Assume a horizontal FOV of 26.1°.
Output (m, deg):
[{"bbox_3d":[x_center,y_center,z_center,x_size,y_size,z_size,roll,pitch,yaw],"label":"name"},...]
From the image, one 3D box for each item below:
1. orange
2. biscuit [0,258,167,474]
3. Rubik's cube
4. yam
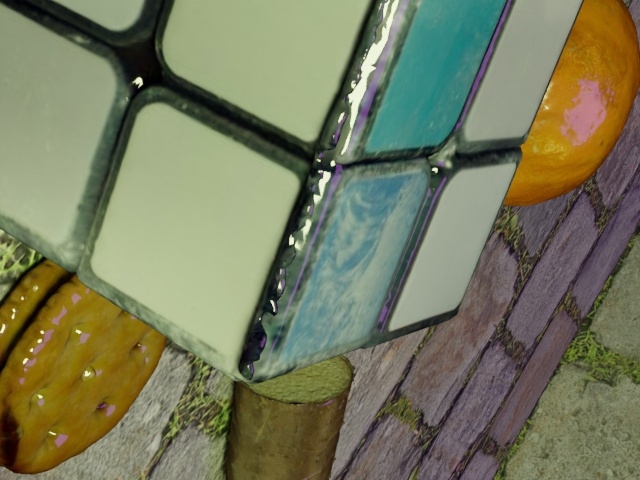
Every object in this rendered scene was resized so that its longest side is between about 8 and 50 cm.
[{"bbox_3d":[0.241,-0.174,1.578,0.284,0.226,0.284,-158,-90,-89],"label":"orange"},{"bbox_3d":[-0.214,0.103,1.177,0.220,0.066,0.220,-45,152,-32],"label":"biscuit"},{"bbox_3d":[-0.039,-0.121,0.975,0.318,0.313,0.316,-9,124,-61],"label":"Rubik's cube"},{"bbox_3d":[-0.041,0.231,1.607,0.128,0.129,0.238,-38,147,-42],"label":"yam"}]
